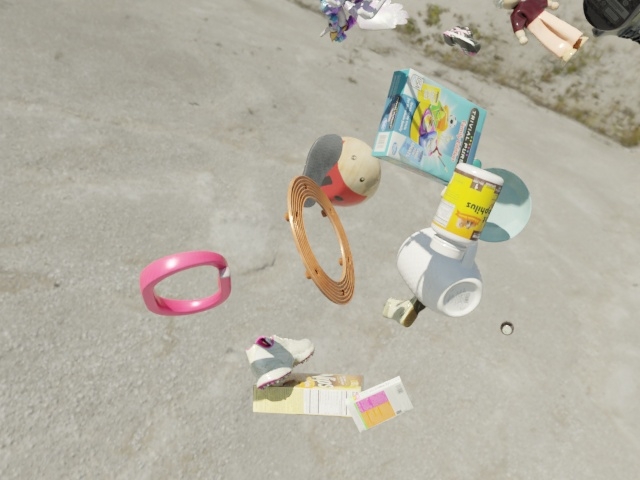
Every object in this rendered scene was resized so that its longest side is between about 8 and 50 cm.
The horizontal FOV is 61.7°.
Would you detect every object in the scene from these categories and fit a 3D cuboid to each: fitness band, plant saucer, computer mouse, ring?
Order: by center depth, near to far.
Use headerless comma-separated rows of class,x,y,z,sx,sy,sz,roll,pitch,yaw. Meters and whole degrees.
computer mouse,0.658,-0.536,1.101,0.188,0.072,0.272,50,-13,1
fitness band,-0.320,0.111,1.288,0.209,0.291,0.054,-11,65,-15
ring,0.000,0.000,1.321,0.336,0.032,0.337,51,28,-41
plant saucer,0.455,-0.093,1.402,0.195,0.195,0.037,37,27,25

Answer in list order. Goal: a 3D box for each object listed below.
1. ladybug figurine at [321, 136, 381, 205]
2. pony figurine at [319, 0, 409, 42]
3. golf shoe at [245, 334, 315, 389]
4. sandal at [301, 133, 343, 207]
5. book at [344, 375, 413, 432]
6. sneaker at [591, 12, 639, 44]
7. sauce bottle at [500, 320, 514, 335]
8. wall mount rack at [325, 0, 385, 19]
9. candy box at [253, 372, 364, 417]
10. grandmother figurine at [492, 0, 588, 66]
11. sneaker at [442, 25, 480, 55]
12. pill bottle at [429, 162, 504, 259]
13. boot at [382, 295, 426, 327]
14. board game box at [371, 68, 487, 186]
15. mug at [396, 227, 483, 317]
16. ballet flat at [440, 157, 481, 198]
ladybug figurine,0.075,-0.277,2.311,0.162,0.449,0.305,-28,95,-32
pony figurine,0.118,-0.899,1.927,0.363,0.351,0.303,60,26,-51
golf shoe,-0.115,0.332,1.615,0.140,0.115,0.306,58,22,6
sandal,-0.015,-0.230,1.720,0.097,0.254,0.054,27,5,-18
book,0.143,0.396,1.301,0.035,0.144,0.096,-107,173,-64
sneaker,0.893,-0.577,1.461,0.300,0.121,0.111,-7,-1,-2
sauce bottle,0.562,0.265,1.616,0.042,0.042,0.128,35,9,20
wall mount rack,0.007,-0.683,1.308,0.304,0.130,0.350,30,13,-37
candy box,-0.029,0.463,1.626,0.316,0.088,0.183,0,-1,7
grandmother figurine,0.716,-0.735,1.775,0.342,0.104,0.208,42,65,8
sneaker,0.514,-0.726,1.910,0.178,0.077,0.072,52,1,41
pill bottle,0.340,-0.068,1.278,0.117,0.215,0.117,19,15,-5
boot,0.387,0.282,2.413,0.077,0.213,0.165,50,-19,-29
board game box,0.331,-0.322,1.596,0.336,0.254,0.079,15,0,-33
mug,0.497,0.100,2.091,0.276,0.374,0.328,10,25,-19
ballet flat,0.580,-0.253,2.234,0.086,0.086,0.248,33,65,16
